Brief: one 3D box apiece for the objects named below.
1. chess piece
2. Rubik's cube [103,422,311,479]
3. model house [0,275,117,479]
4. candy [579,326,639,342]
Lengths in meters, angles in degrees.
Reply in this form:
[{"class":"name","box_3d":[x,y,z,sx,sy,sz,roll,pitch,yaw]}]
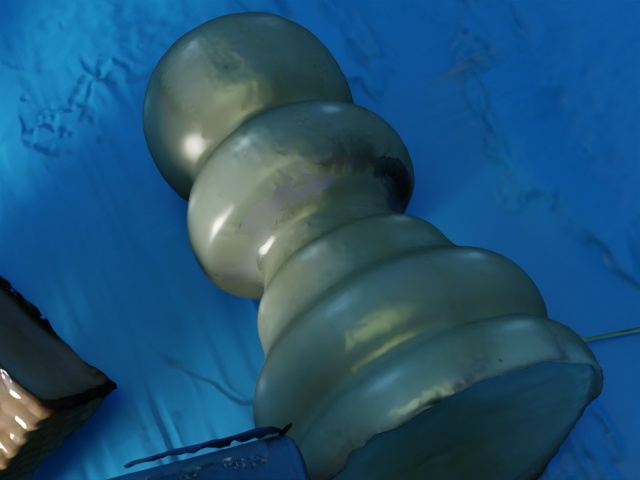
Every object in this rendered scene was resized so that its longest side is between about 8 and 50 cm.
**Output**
[{"class":"chess piece","box_3d":[0.000,0.000,0.720,0.182,0.182,0.330,-29,59,-4]},{"class":"Rubik's cube","box_3d":[-0.099,0.248,0.556,0.231,0.221,0.225,-11,63,-17]},{"class":"model house","box_3d":[-0.251,0.100,0.725,0.183,0.166,0.172,39,92,7]},{"class":"candy","box_3d":[0.157,0.059,0.739,0.083,0.025,0.023,-11,93,-5]}]
